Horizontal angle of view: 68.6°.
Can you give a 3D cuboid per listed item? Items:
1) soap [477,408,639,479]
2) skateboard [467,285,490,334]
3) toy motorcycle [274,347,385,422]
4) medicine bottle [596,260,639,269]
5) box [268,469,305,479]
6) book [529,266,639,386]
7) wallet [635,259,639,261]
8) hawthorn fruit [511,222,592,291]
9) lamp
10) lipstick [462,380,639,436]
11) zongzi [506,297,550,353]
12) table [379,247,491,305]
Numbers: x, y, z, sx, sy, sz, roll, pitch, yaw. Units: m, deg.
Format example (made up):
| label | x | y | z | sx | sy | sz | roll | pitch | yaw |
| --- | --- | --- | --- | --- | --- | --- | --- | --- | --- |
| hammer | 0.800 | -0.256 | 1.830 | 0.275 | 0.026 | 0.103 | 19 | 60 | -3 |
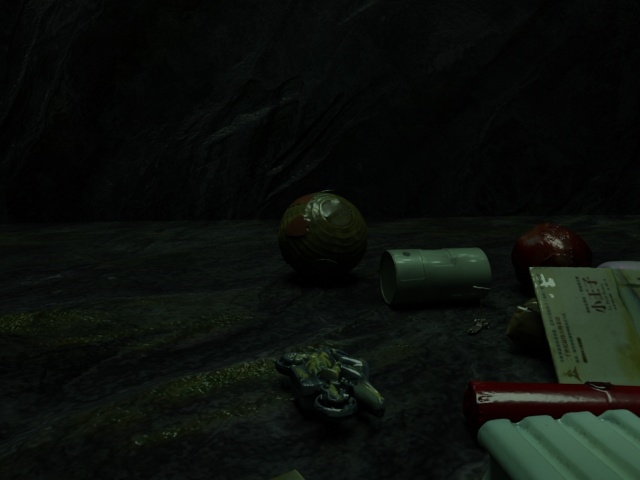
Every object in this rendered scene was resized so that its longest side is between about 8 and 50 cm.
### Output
| label | x | y | z | sx | sy | sz | roll | pitch | yaw |
| --- | --- | --- | --- | --- | --- | --- | --- | --- | --- |
| soap | 0.240 | 0.223 | 0.317 | 0.160 | 0.087 | 0.265 | -2 | 9 | -9 |
| skateboard | 0.296 | 0.131 | 0.885 | 0.032 | 0.083 | 0.064 | 8 | 14 | 39 |
| toy motorcycle | 0.021 | 0.188 | 0.632 | 0.124 | 0.061 | 0.193 | -2 | 8 | -25 |
| medicine bottle | 0.616 | 0.108 | 0.804 | 0.255 | 0.151 | 0.152 | -1 | 9 | 4 |
| box | -0.077 | 0.242 | 0.272 | 0.240 | 0.071 | 0.159 | -7 | 14 | -33 |
| book | 0.475 | 0.128 | 0.694 | 0.290 | 0.201 | 0.026 | 0 | -34 | 3 |
| wallet | 0.695 | 0.068 | 0.941 | 0.166 | 0.042 | 0.309 | 10 | -21 | -1 |
| hawthorn fruit | 0.559 | 0.048 | 1.112 | 0.182 | 0.181 | 0.235 | 0 | 10 | 0 |
| lamp | 0.000 | 0.000 | 1.306 | 0.251 | 0.250 | 0.284 | -4 | -31 | -22 |
| lipstick | 0.309 | 0.197 | 0.531 | 0.280 | 0.073 | 0.073 | 0 | 9 | 8 |
| zongzi | 0.421 | 0.154 | 0.795 | 0.176 | 0.078 | 0.160 | 17 | 17 | 31 |
| table | 0.256 | 0.081 | 1.069 | 0.220 | 0.126 | 0.126 | -1 | 9 | -10 |
